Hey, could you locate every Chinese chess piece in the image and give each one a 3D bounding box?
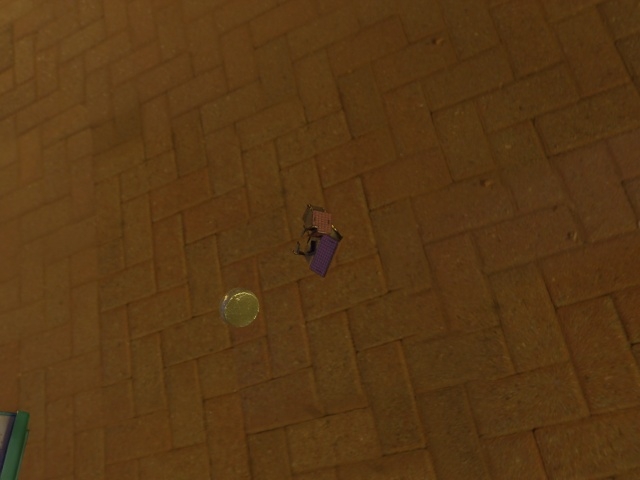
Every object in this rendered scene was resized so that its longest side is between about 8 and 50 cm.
[{"bbox_3d":[-0.169,0.138,1.075,0.034,0.084,0.084,25,87,55],"label":"Chinese chess piece"}]

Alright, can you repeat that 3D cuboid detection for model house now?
[{"bbox_3d":[0.000,0.000,0.707,0.083,0.057,0.058,-66,31,25],"label":"model house"}]

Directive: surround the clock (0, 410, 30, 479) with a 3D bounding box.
[{"bbox_3d":[-0.634,0.418,0.857,0.116,0.231,0.262,-57,31,37],"label":"clock"}]
